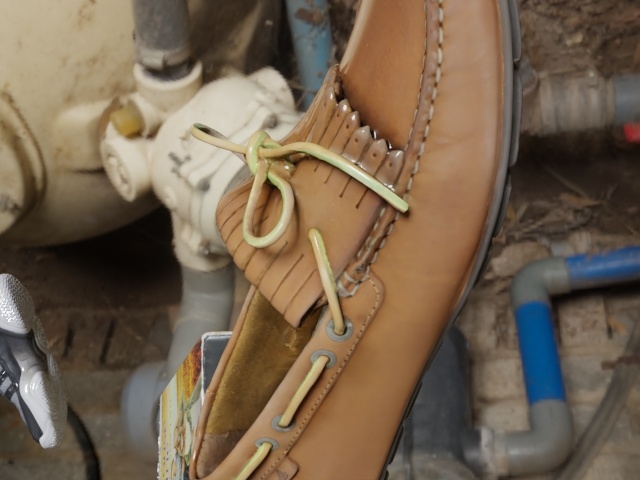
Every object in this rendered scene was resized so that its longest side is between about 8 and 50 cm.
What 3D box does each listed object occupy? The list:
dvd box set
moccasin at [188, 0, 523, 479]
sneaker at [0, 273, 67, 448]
[{"bbox_3d":[-0.149,0.306,1.132,0.062,0.308,0.420,3,162,-15],"label":"dvd box set"},{"bbox_3d":[-0.001,-0.002,0.501,0.147,0.139,0.380,6,127,-17],"label":"moccasin"},{"bbox_3d":[-0.481,0.193,1.359,0.153,0.101,0.269,-17,96,2],"label":"sneaker"}]
